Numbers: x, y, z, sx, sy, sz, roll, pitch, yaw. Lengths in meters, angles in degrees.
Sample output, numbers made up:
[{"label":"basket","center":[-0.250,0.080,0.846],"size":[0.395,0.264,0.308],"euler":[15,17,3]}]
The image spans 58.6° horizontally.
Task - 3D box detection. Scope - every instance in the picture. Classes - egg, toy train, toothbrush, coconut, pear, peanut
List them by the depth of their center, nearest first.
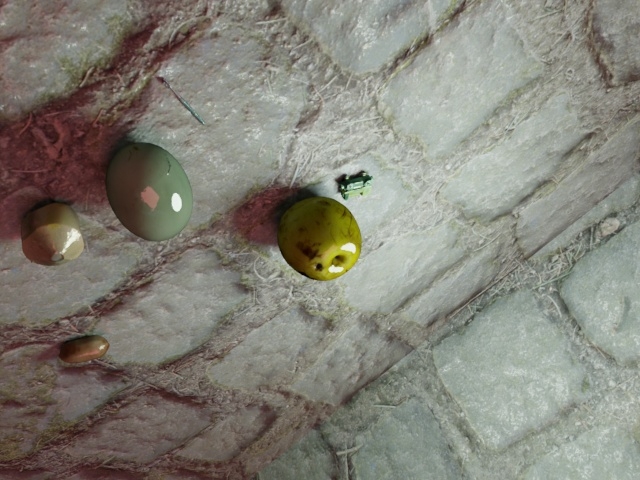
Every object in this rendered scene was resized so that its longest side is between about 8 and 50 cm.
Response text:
[{"label":"toothbrush","center":[-0.338,-0.340,1.415],"size":[0.011,0.014,0.167],"euler":[-22,143,16]},{"label":"coconut","center":[-0.674,-0.008,1.437],"size":[0.147,0.153,0.147],"euler":[-16,139,-14]},{"label":"egg","center":[-0.428,-0.118,1.438],"size":[0.202,0.203,0.283],"euler":[-19,137,-14]},{"label":"pear","center":[0.000,0.000,1.779],"size":[0.283,0.284,0.284],"euler":[-17,138,-16]},{"label":"peanut","center":[-0.750,0.347,1.810],"size":[0.152,0.076,0.076],"euler":[-11,136,-17]},{"label":"toy train","center":[0.114,-0.176,1.839],"size":[0.122,0.050,0.081],"euler":[-16,145,-19]}]
